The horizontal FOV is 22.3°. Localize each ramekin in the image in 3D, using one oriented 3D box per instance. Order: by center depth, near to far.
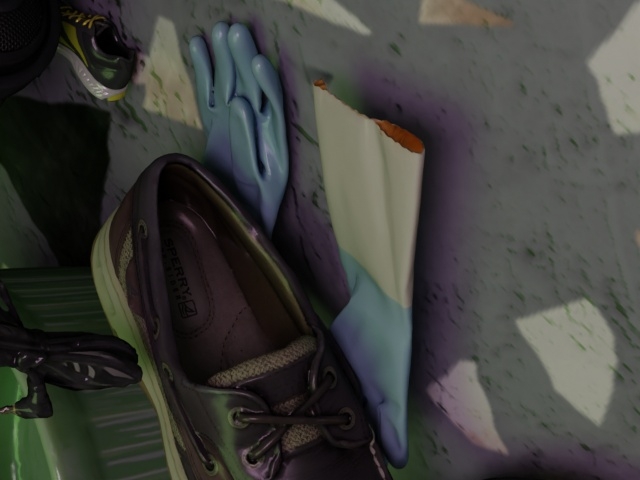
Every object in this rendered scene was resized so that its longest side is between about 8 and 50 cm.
[{"bbox_3d":[-0.178,0.157,1.021,0.303,0.148,0.303,9,103,47],"label":"ramekin"}]

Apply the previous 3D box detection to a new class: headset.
[{"bbox_3d":[-0.223,-0.067,0.898,0.243,0.185,0.394,-52,42,20],"label":"headset"}]

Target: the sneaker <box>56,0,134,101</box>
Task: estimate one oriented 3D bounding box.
[{"bbox_3d":[-0.134,-0.119,0.928,0.083,0.031,0.035,46,130,6],"label":"sneaker"}]

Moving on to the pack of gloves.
[{"bbox_3d":[0.000,0.000,0.870,0.195,0.046,0.232,40,141,40],"label":"pack of gloves"}]

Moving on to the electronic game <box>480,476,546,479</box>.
[{"bbox_3d":[0.151,0.214,0.844,0.229,0.048,0.229,29,143,25],"label":"electronic game"}]

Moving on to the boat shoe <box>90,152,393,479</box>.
[{"bbox_3d":[-0.032,0.081,0.834,0.285,0.103,0.092,61,156,22],"label":"boat shoe"}]
